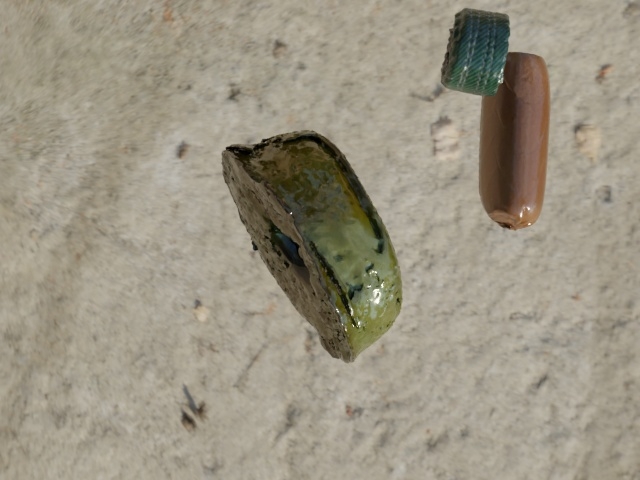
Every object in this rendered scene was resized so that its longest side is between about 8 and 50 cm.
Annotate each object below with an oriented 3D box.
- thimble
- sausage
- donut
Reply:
[{"bbox_3d":[0.242,-0.295,1.565,0.090,0.118,0.135,11,66,-1],"label":"thimble"},{"bbox_3d":[0.335,-0.171,1.732,0.121,0.121,0.304,6,81,-20],"label":"sausage"},{"bbox_3d":[0.000,0.000,1.096,0.107,0.272,0.272,-29,104,-12],"label":"donut"}]
